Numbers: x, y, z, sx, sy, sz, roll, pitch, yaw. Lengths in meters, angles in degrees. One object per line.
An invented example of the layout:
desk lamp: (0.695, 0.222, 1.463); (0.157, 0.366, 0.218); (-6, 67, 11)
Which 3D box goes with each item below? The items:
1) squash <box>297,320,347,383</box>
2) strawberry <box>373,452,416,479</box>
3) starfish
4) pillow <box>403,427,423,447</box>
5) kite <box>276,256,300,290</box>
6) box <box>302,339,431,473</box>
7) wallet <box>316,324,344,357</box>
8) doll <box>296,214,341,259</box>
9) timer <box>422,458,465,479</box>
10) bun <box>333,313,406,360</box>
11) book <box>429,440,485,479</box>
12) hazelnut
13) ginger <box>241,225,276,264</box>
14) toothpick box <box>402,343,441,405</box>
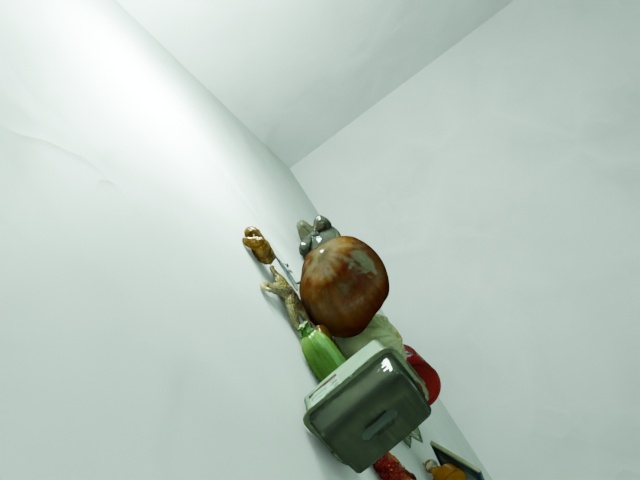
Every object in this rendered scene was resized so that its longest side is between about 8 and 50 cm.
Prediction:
squash: (0.054, 0.416, 1.418); (0.395, 0.107, 0.107); (55, 8, 2)
strawberry: (0.196, 0.661, 1.371); (0.188, 0.082, 0.121); (43, -10, -12)
starfish: (-0.104, 0.192, 1.602); (0.299, 0.060, 0.302); (47, 10, -30)
pillow: (0.327, 0.715, 1.876); (0.134, 0.078, 0.181); (51, 7, -29)
kite: (-0.116, 0.131, 1.786); (0.169, 0.015, 0.310); (56, 0, 13)
box: (0.118, 0.410, 1.171); (0.221, 0.290, 0.166); (52, -4, -21)
wallet: (0.046, 0.393, 1.593); (0.195, 0.042, 0.161); (61, 4, -34)
doll: (-0.023, 0.026, 2.434); (0.378, 0.252, 0.382); (19, -21, 40)
timer: (0.463, 0.905, 1.830); (0.132, 0.132, 0.152); (50, -14, -30)
bun: (0.216, 0.426, 1.897); (0.352, 0.227, 0.349); (51, 6, -35)
book: (0.567, 0.937, 1.858); (0.228, 0.018, 0.322); (14, -42, 47)
hazelnut: (0.076, 0.170, 1.728); (0.366, 0.365, 0.366); (53, 8, -11)
ginger: (-0.222, 0.011, 1.632); (0.162, 0.073, 0.103); (52, -8, 27)
toothpick box: (0.392, 0.599, 2.107); (0.204, 0.204, 0.333); (54, -1, -2)
